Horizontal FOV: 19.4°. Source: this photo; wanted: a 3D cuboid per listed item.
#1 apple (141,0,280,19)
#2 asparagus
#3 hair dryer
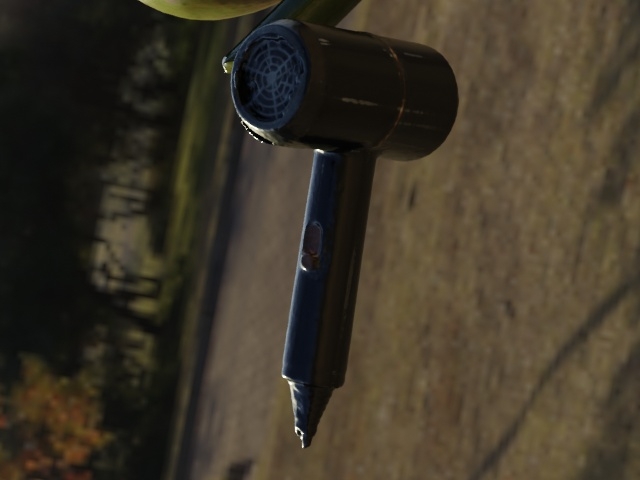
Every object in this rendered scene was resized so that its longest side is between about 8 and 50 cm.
[{"bbox_3d":[-0.120,-0.409,2.118,0.319,0.277,0.319,180,90,-87],"label":"apple"},{"bbox_3d":[0.016,-0.248,1.813,0.278,0.067,0.060,-48,42,-11],"label":"asparagus"},{"bbox_3d":[0.000,0.000,1.547,0.107,0.189,0.352,10,94,42],"label":"hair dryer"}]
